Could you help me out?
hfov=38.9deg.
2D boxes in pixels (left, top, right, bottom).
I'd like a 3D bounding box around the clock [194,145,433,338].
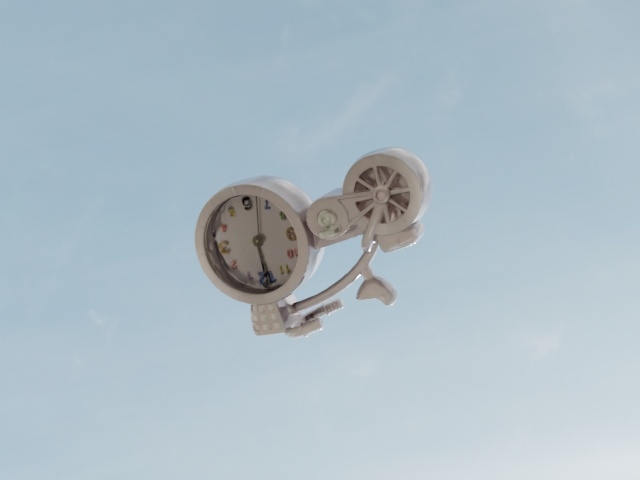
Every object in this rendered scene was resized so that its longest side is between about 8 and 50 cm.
[{"bbox_3d":[0.000,0.000,0.461,0.129,0.041,0.087,-19,-83,23],"label":"clock"}]
